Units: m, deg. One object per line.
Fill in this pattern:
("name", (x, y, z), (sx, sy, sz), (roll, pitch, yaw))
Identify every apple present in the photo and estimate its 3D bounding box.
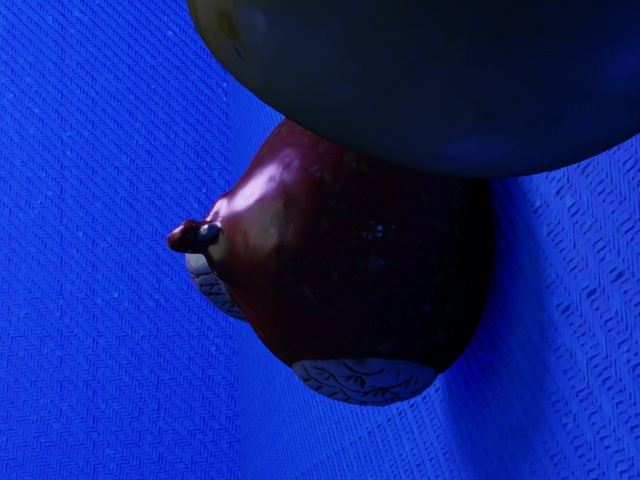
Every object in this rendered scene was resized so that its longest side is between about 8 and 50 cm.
("apple", (0.061, -0.171, 0.642), (0.292, 0.254, 0.291), (176, 90, -81))

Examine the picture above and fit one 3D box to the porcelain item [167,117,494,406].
("porcelain item", (0.000, 0.000, 1.010), (0.253, 0.253, 0.252), (180, 90, -79))
